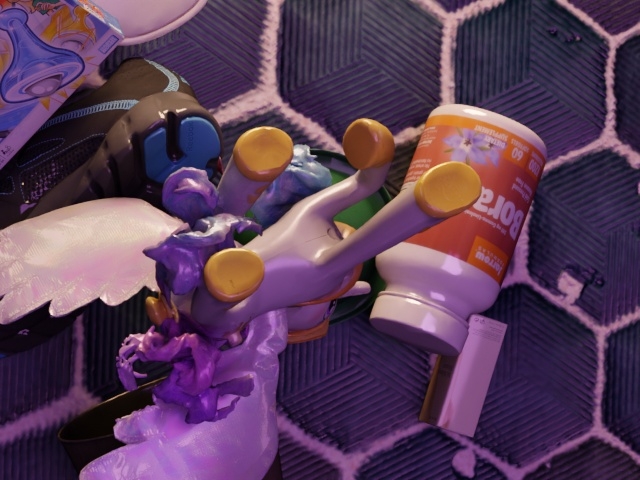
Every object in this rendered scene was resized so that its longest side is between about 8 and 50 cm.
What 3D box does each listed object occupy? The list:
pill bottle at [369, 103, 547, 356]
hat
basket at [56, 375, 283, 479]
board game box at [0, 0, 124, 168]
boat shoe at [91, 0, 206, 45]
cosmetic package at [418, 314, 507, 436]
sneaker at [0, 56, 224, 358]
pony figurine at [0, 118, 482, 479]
[{"bbox_3d":[0.124,-0.008,1.719,0.121,0.121,0.216,24,77,-15],"label":"pill bottle"},{"bbox_3d":[0.000,0.000,1.662,0.208,0.183,0.173,-9,92,-16],"label":"hat"},{"bbox_3d":[-0.110,0.246,1.655,0.204,0.154,0.227,-21,100,-28],"label":"basket"},{"bbox_3d":[-0.285,-0.146,1.575,0.201,0.035,0.136,-45,128,15],"label":"board game box"},{"bbox_3d":[-0.227,-0.203,1.648,0.254,0.079,0.095,-21,99,-12],"label":"boat shoe"},{"bbox_3d":[0.136,0.127,1.769,0.041,0.060,0.115,19,84,-15],"label":"cosmetic package"},{"bbox_3d":[-0.238,-0.023,1.638,0.341,0.139,0.125,-38,133,4],"label":"sneaker"},{"bbox_3d":[-0.074,0.046,1.464,0.351,0.363,0.303,-22,75,-22],"label":"pony figurine"}]
